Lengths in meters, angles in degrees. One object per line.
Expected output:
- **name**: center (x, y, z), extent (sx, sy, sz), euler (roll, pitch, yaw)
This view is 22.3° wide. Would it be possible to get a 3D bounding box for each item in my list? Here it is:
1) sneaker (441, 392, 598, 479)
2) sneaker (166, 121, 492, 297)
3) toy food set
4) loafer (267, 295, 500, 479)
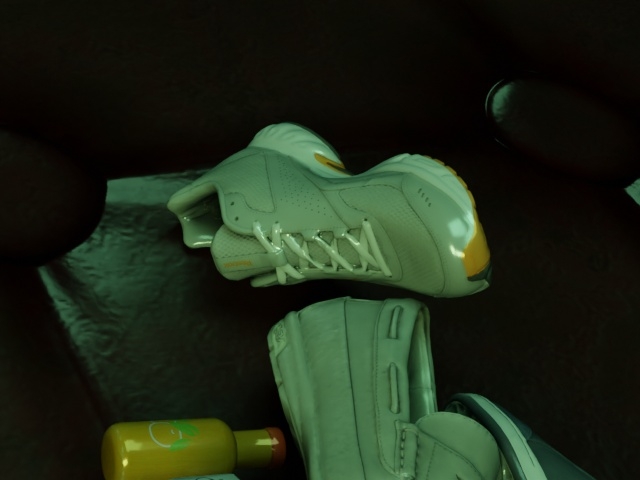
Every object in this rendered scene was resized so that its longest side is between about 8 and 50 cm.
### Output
- **sneaker**: center (0.176, 0.175, 0.970), extent (0.163, 0.086, 0.226), euler (2, 33, -32)
- **sneaker**: center (0.000, 0.000, 1.057), extent (0.121, 0.099, 0.262), euler (-29, 26, -28)
- **toy food set**: center (-0.035, 0.171, 0.849), extent (0.104, 0.111, 0.232), euler (-2, 12, -24)
- **loafer**: center (0.048, 0.137, 0.907), extent (0.111, 0.112, 0.319), euler (-19, 40, 1)
